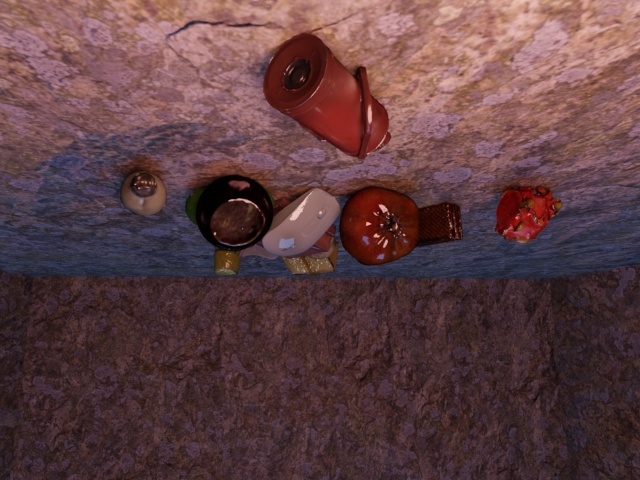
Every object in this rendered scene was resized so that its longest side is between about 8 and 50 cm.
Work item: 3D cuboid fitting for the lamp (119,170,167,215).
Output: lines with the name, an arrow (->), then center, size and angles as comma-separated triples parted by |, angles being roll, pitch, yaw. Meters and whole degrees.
lamp -> -0.403, -0.102, 0.974 | 0.101, 0.101, 0.250 | 4, 172, -23

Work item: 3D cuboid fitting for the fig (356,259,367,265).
fig -> 0.202, 0.033, 1.779 | 0.118, 0.153, 0.119 | 7, 129, 9

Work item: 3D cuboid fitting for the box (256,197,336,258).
box -> -0.104, -0.028, 1.279 | 0.215, 0.086, 0.215 | 27, 154, -35

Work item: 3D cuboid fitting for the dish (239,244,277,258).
dish -> -0.183, -0.004, 1.501 | 0.151, 0.077, 0.212 | 5, 157, -32

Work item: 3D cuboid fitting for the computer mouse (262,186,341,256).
computer mouse -> -0.049, -0.037, 1.111 | 0.230, 0.079, 0.128 | -39, 133, 16

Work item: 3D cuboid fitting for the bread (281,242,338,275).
bread -> -0.047, 0.066, 1.877 | 0.265, 0.178, 0.141 | -6, -160, 41

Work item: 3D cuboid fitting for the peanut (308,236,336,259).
peanut -> 0.000, 0.000, 1.482 | 0.123, 0.124, 0.257 | 1, 168, -6

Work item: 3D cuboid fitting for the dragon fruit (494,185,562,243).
dragon fruit -> 0.522, -0.074, 1.076 | 0.207, 0.150, 0.133 | -24, 179, -25

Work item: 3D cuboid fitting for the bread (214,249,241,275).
bread -> -0.442, 0.100, 2.007 | 0.129, 0.115, 0.111 | -8, 161, 22

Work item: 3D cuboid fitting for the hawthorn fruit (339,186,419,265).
hawthorn fruit -> 0.134, -0.042, 1.116 | 0.207, 0.208, 0.248 | 4, -175, -22

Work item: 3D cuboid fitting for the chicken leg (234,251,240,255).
chicken leg -> -0.266, 0.020, 1.676 | 0.107, 0.087, 0.251 | 8, 178, 16

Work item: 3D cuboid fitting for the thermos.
thermos -> 0.027, -0.176, 0.593 | 0.124, 0.099, 0.232 | -12, 164, 30

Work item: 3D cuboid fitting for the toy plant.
toy plant -> -0.212, -0.069, 1.013 | 0.217, 0.176, 0.235 | -4, -164, -12

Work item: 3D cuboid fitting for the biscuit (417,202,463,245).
biscuit -> 0.263, -0.028, 1.359 | 0.073, 0.108, 0.388 | 5, 168, -42
